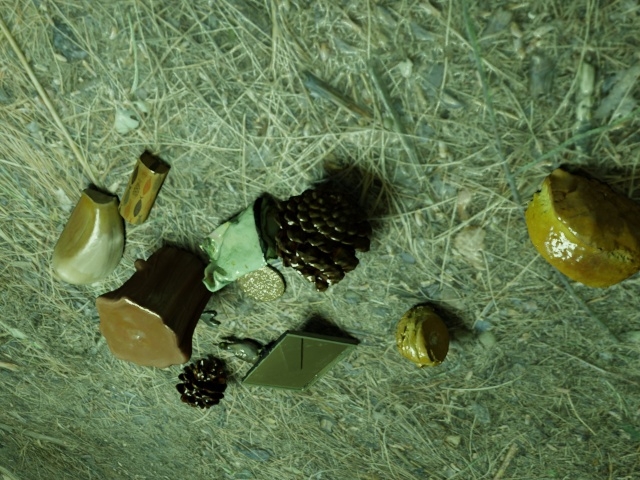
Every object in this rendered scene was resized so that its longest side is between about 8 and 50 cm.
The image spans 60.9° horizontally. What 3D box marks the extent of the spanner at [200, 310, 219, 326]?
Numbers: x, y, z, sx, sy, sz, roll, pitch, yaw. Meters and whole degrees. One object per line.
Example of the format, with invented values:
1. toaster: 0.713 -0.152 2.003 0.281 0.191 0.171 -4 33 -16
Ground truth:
1. spanner: -0.377 0.169 1.399 0.254 0.015 0.054 18 127 5

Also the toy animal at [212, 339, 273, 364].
1. toy animal: -0.185 0.289 1.392 0.202 0.070 0.105 12 141 8

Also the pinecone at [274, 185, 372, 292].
1. pinecone: -0.003 -0.005 1.044 0.184 0.179 0.204 44 143 7

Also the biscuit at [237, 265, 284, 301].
1. biscuit: -0.139 0.098 1.264 0.120 0.015 0.120 9 127 12

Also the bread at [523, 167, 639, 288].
1. bread: 0.459 -0.002 0.915 0.229 0.139 0.143 26 137 0

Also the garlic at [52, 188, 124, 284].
1. garlic: -0.552 0.012 1.297 0.143 0.112 0.318 33 118 -3

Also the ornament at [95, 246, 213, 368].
1. ornament: -0.366 0.149 1.249 0.235 0.217 0.221 36 129 -10

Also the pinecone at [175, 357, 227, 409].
1. pinecone: -0.317 0.380 1.467 0.140 0.140 0.121 27 111 -2

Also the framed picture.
1. framed picture: -0.058 0.301 1.334 0.192 0.018 0.265 15 135 -29

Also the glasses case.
1. glasses case: -0.388 -0.107 1.179 0.064 0.041 0.170 34 130 -7

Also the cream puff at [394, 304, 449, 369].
1. cream puff: 0.214 0.208 1.168 0.104 0.119 0.133 -28 86 52

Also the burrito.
1. burrito: -0.172 0.017 1.160 0.089 0.144 0.229 10 152 -43
